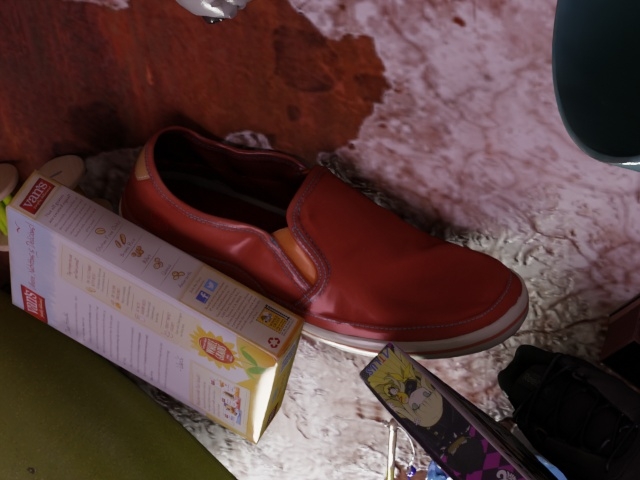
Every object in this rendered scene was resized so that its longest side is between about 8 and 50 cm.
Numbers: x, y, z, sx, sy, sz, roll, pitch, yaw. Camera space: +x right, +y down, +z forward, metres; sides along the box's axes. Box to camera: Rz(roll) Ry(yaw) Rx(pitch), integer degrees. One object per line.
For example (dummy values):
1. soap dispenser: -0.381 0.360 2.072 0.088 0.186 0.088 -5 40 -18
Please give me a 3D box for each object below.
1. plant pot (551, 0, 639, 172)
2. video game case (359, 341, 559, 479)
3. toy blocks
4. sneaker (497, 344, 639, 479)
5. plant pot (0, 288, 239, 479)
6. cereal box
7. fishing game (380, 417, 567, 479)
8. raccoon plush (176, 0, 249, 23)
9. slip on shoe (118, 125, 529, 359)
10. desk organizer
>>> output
1. plant pot: 0.300 -0.141 0.948 0.235 0.293 0.293 19 142 -19
2. video game case: 0.149 0.185 1.326 0.210 0.042 0.232 45 -176 35
3. toy blocks: -0.217 0.002 1.511 0.123 0.054 0.148 -5 132 29
4. sneaker: 0.206 0.148 1.331 0.130 0.109 0.286 39 174 -14
5. plant pot: -0.262 0.197 1.610 0.274 0.275 0.293 -28 103 43
6. cereal box: -0.134 0.055 1.401 0.240 0.047 0.173 30 152 7
7. fishing game: 0.183 0.218 1.556 0.264 0.041 0.189 13 150 14
8. raccoon plush: -0.065 -0.339 1.038 0.299 0.216 0.446 12 110 35
9. slip on shoe: 0.000 0.000 1.362 0.331 0.123 0.101 20 136 12
10. desk organizer: 0.280 0.101 1.379 0.130 0.050 0.047 35 138 -13
